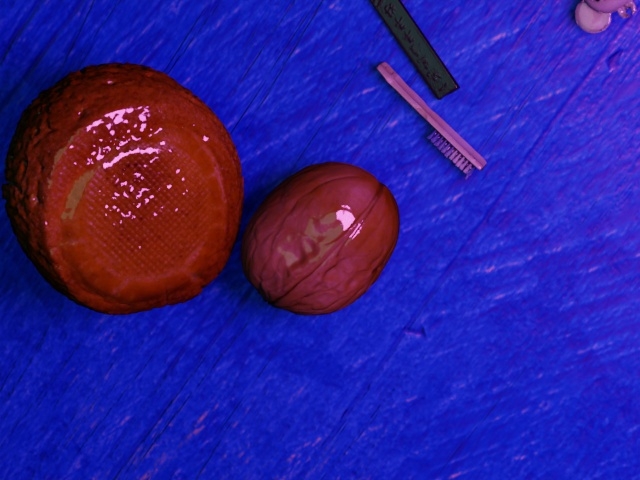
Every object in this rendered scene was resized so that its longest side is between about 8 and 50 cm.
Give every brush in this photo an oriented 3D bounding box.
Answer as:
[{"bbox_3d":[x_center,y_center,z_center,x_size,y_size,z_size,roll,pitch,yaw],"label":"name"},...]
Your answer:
[{"bbox_3d":[0.128,-0.144,1.996,0.178,0.033,0.030,45,122,5],"label":"brush"}]

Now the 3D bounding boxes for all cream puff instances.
[{"bbox_3d":[-0.242,-0.070,2.012,0.303,0.212,0.303,-7,110,-20],"label":"cream puff"}]

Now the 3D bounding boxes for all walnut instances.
[{"bbox_3d":[0.000,0.000,1.989,0.167,0.167,0.207,46,106,5],"label":"walnut"}]

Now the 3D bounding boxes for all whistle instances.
[{"bbox_3d":[0.288,-0.353,1.894,0.114,0.077,0.236,-35,86,25],"label":"whistle"}]

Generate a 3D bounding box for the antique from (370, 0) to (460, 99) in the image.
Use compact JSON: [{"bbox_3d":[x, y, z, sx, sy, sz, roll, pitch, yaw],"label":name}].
[{"bbox_3d":[0.101,-0.253,1.994,0.031,0.015,0.192,-35,88,18],"label":"antique"}]
